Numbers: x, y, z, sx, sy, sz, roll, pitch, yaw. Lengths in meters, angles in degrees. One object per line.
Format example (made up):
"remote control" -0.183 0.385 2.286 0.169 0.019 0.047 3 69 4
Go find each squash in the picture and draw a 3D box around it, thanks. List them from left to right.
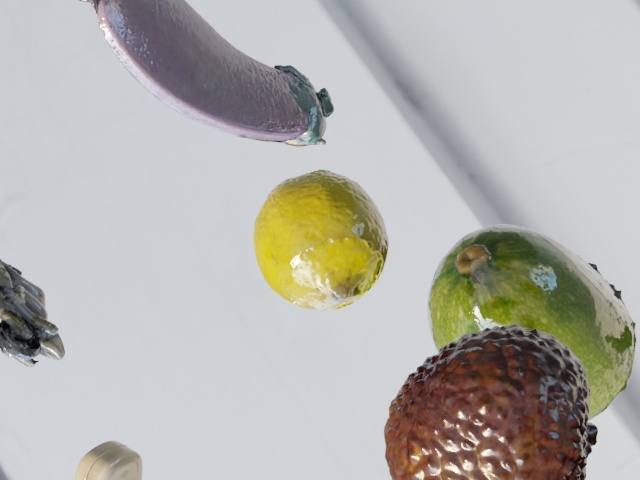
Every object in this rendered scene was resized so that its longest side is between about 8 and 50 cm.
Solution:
"squash" 0.301 0.114 1.907 0.310 0.310 0.309 -35 153 4

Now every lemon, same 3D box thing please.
"lemon" 0.001 -0.001 1.649 0.180 0.180 0.193 -45 -172 33

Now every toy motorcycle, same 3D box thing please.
"toy motorcycle" -0.418 0.084 1.701 0.073 0.225 0.152 -54 153 13

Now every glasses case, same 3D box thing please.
"glasses case" -0.263 0.342 1.573 0.083 0.050 0.196 -26 128 -51

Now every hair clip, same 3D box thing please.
"hair clip" -0.106 -0.162 1.224 0.359 0.096 0.110 30 85 -55

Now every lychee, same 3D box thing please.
"lychee" 0.201 0.224 1.498 0.261 0.260 0.260 -31 164 -10
